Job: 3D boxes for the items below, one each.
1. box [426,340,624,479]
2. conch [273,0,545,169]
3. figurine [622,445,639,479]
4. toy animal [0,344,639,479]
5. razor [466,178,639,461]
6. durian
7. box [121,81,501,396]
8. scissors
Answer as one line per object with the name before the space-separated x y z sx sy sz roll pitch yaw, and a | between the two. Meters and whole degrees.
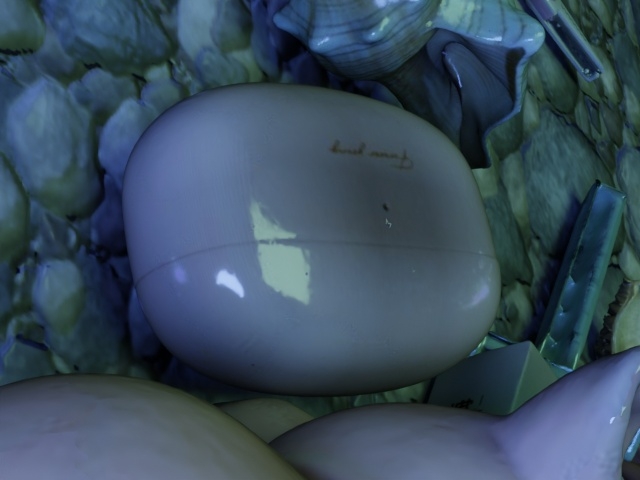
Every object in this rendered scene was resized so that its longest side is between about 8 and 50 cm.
box | 0.133 0.195 0.784 0.243 0.067 0.155 54 34 -23
conch | 0.062 -0.131 0.799 0.234 0.137 0.114 28 67 -38
figurine | 0.229 0.158 0.894 0.126 0.114 0.157 32 26 -22
toy animal | -0.014 0.145 0.489 0.326 0.237 0.269 43 52 -31
razor | 0.166 0.041 0.937 0.111 0.056 0.278 25 31 5
durian | 0.227 0.090 0.984 0.130 0.066 0.052 60 32 4
box | 0.000 0.000 0.664 0.200 0.088 0.146 4 66 -42
scissors | 0.162 -0.188 1.080 0.176 0.022 0.085 49 34 -22
